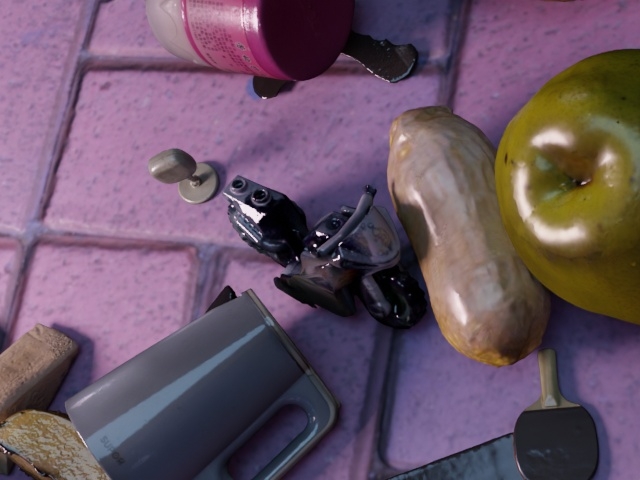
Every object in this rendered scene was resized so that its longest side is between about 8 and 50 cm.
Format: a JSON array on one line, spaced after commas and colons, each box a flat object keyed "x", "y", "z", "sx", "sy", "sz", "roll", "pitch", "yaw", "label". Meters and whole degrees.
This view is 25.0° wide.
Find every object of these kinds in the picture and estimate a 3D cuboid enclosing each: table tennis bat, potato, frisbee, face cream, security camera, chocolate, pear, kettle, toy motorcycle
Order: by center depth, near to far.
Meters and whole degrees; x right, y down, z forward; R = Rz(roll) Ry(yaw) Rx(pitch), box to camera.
[{"x": 0.314, "y": -0.053, "z": 1.426, "sx": 0.294, "sy": 0.294, "sz": 0.294, "roll": -7, "pitch": 67, "yaw": 18, "label": "pear"}, {"x": 0.242, "y": 0.187, "z": 1.501, "sx": 0.087, "sy": 0.013, "sz": 0.157, "roll": -5, "pitch": 64, "yaw": 8, "label": "table tennis bat"}, {"x": 0.159, "y": -0.009, "z": 1.554, "sx": 0.134, "sy": 0.134, "sz": 0.309, "roll": -25, "pitch": 66, "yaw": 10, "label": "chocolate"}, {"x": -0.119, "y": 0.189, "z": 1.577, "sx": 0.243, "sy": 0.160, "sz": 0.211, "roll": -36, "pitch": 80, "yaw": -3, "label": "kettle"}, {"x": 0.000, "y": 0.000, "z": 1.593, "sx": 0.270, "sy": 0.159, "sz": 0.106, "roll": 28, "pitch": 60, "yaw": 26, "label": "toy motorcycle"}, {"x": -0.279, "y": 0.246, "z": 1.638, "sx": 0.172, "sy": 0.101, "sz": 0.089, "roll": 29, "pitch": 69, "yaw": 17, "label": "potato"}, {"x": -0.084, "y": -0.284, "z": 1.708, "sx": 0.195, "sy": 0.175, "sz": 0.175, "roll": 12, "pitch": 74, "yaw": 38, "label": "face cream"}, {"x": -0.165, "y": -0.084, "z": 1.720, "sx": 0.058, "sy": 0.092, "sz": 0.058, "roll": -8, "pitch": 66, "yaw": 19, "label": "security camera"}, {"x": 0.022, "y": -0.261, "z": 1.767, "sx": 0.211, "sy": 0.012, "sz": 0.187, "roll": -2, "pitch": 68, "yaw": 20, "label": "frisbee"}]

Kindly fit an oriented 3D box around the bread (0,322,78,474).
[{"x": -0.356, "y": 0.186, "z": 1.725, "sx": 0.077, "sy": 0.105, "sz": 0.152, "roll": 27, "pitch": 49, "yaw": 27, "label": "bread"}]

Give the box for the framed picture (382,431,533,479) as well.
[{"x": 0.136, "y": 0.391, "z": 1.466, "sx": 0.255, "sy": 0.014, "sz": 0.339, "roll": -23, "pitch": 63, "yaw": 11, "label": "framed picture"}]
